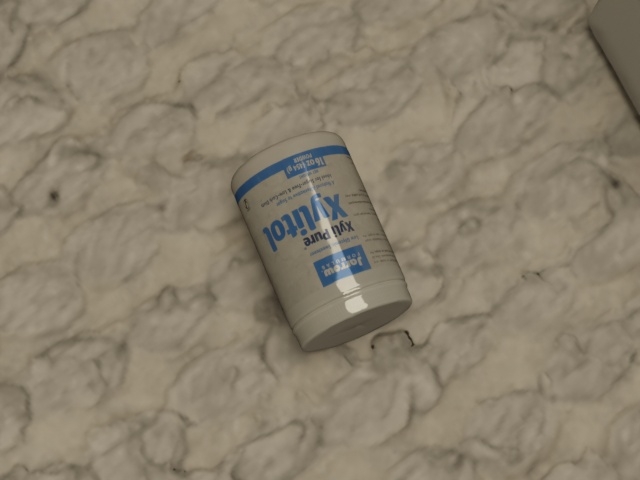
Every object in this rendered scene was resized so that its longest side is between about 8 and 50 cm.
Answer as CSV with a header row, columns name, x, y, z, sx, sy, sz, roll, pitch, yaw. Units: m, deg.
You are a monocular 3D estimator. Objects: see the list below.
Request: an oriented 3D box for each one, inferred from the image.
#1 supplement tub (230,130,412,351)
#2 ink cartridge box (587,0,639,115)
name,x,y,z,sx,sy,sz,roll,pitch,yaw
supplement tub,0.000,0.000,1.013,0.071,0.071,0.107,-21,75,-13
ink cartridge box,0.372,-0.187,1.008,0.384,0.279,0.160,-26,76,-14
